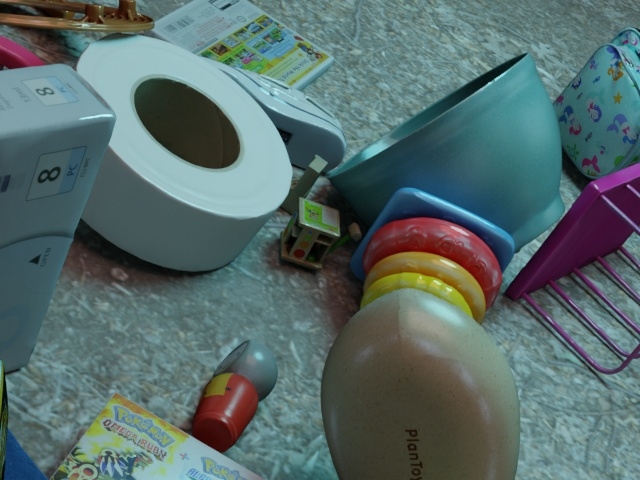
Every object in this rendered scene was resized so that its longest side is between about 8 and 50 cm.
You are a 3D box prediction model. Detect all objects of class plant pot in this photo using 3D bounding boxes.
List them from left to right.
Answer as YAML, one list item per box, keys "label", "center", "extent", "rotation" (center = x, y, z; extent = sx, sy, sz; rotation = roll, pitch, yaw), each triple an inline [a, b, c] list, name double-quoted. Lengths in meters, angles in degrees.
- label: "plant pot"
  center: [0.183, -0.075, 1.688]
  extent: [0.196, 0.293, 0.293]
  rotation: [57, 36, -6]

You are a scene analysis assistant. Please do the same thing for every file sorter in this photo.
- label: "file sorter"
  center: [0.429, 0.026, 1.771]
  extent: [0.182, 0.202, 0.290]
  rotation: [47, 38, 20]

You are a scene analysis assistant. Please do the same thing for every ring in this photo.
- label: "ring"
  center: [-0.364, -0.285, 1.613]
  extent: [0.336, 0.032, 0.336]
  rotation: [6, 13, -1]

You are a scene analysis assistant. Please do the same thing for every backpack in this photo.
- label: "backpack"
  center: [0.484, -0.173, 2.045]
  extent: [0.191, 0.225, 0.253]
  rotation: [-9, 59, -38]

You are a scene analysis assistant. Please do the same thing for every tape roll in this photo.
- label: "tape roll"
  center: [-0.176, -0.104, 1.551]
  extent: [0.286, 0.100, 0.286]
  rotation: [26, 36, -21]

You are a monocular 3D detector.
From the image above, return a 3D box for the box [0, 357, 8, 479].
- label: "box"
  center: [-0.390, 0.204, 0.954]
  extent: [0.322, 0.079, 0.257]
  rotation: [-1, 46, -6]

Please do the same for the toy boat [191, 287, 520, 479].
- label: "toy boat"
  center: [0.036, 0.156, 1.319]
  extent: [0.318, 0.268, 0.148]
  rotation: [3, 26, 13]

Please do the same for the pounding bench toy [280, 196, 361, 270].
- label: "pounding bench toy"
  center: [0.000, 0.000, 1.614]
  extent: [0.083, 0.065, 0.052]
  rotation: [18, 35, -15]

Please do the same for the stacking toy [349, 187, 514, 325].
- label: "stacking toy"
  center: [0.102, 0.106, 1.499]
  extent: [0.165, 0.175, 0.302]
  rotation: [26, 46, -6]

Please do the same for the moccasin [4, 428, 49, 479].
- label: "moccasin"
  center: [-0.236, 0.267, 1.064]
  extent: [0.137, 0.117, 0.342]
  rotation: [-4, 43, -39]

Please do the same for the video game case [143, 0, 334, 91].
- label: "video game case"
  center: [-0.111, -0.272, 1.921]
  extent: [0.206, 0.026, 0.227]
  rotation: [34, 34, 7]

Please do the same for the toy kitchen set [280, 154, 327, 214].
- label: "toy kitchen set"
  center: [-0.041, -0.094, 1.696]
  extent: [0.083, 0.075, 0.068]
  rotation: [35, 33, 2]

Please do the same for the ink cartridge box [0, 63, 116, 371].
- label: "ink cartridge box"
  center: [-0.374, 0.020, 1.107]
  extent: [0.091, 0.308, 0.385]
  rotation: [44, 37, 23]

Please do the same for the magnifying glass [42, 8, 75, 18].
- label: "magnifying glass"
  center: [-0.424, -0.362, 1.815]
  extent: [0.231, 0.026, 0.092]
  rotation: [37, 35, 10]

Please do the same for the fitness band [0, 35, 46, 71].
- label: "fitness band"
  center: [-0.439, -0.175, 1.544]
  extent: [0.290, 0.054, 0.209]
  rotation: [12, 40, -21]

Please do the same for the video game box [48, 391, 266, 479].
- label: "video game box"
  center: [-0.142, 0.249, 1.211]
  extent: [0.205, 0.048, 0.187]
  rotation: [30, 32, 1]

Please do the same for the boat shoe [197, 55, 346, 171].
- label: "boat shoe"
  center: [-0.085, -0.173, 1.767]
  extent: [0.258, 0.095, 0.084]
  rotation: [29, 30, -19]
